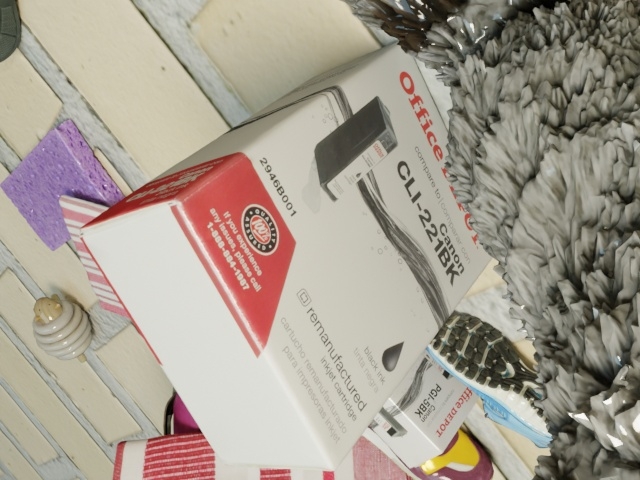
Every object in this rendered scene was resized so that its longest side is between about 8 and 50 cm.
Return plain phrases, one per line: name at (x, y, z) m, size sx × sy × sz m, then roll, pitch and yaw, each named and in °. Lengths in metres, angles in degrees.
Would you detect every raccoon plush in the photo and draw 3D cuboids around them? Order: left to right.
raccoon plush at (0.098, -0.022, 0.409) m, size 0.446 × 0.299 × 0.216 m, roll 30°, pitch 124°, yaw 21°

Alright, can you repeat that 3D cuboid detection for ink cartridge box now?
ink cartridge box at (0.000, 0.000, 0.567) m, size 0.114 × 0.273 × 0.197 m, roll -13°, pitch 112°, yaw 42°
ink cartridge box at (0.077, 0.129, 0.733) m, size 0.135 × 0.099 × 0.056 m, roll 46°, pitch 139°, yaw 2°

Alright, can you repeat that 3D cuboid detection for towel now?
towel at (-0.243, 0.031, 0.972) m, size 0.144 × 0.029 × 0.197 m, roll 15°, pitch 135°, yaw 25°
towel at (-0.065, 0.308, 0.799) m, size 0.329 × 0.237 × 0.037 m, roll -5°, pitch 146°, yaw 6°

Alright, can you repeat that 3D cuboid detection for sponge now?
sponge at (-0.337, -0.064, 1.001) m, size 0.210 × 0.031 × 0.117 m, roll -24°, pitch 105°, yaw 48°

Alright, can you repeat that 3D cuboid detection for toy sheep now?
toy sheep at (-0.388, 0.136, 1.169) m, size 0.091 × 0.091 × 0.132 m, roll 8°, pitch 140°, yaw 38°

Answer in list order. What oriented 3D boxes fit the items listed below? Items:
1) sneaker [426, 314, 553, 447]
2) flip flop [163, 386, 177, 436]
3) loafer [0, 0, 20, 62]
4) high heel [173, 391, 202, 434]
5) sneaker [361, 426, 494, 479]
sneaker at (0.155, 0.135, 0.698) m, size 0.162 × 0.063 × 0.073 m, roll 38°, pitch 142°, yaw 12°
flip flop at (-0.178, 0.264, 1.083) m, size 0.112 × 0.080 × 0.277 m, roll 29°, pitch 136°, yaw 22°
loafer at (-0.376, -0.305, 0.800) m, size 0.084 × 0.096 × 0.267 m, roll 40°, pitch 142°, yaw 19°
high heel at (-0.142, 0.106, 0.903) m, size 0.181 × 0.127 × 0.377 m, roll 40°, pitch 130°, yaw 12°
sneaker at (0.094, 0.185, 0.786) m, size 0.185 × 0.069 × 0.084 m, roll 28°, pitch 140°, yaw 21°
